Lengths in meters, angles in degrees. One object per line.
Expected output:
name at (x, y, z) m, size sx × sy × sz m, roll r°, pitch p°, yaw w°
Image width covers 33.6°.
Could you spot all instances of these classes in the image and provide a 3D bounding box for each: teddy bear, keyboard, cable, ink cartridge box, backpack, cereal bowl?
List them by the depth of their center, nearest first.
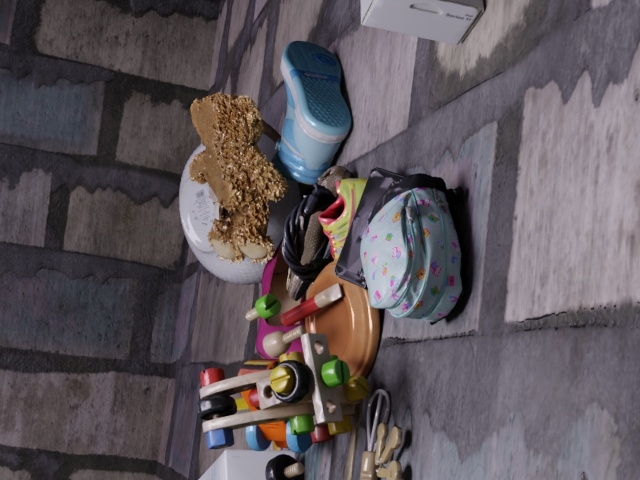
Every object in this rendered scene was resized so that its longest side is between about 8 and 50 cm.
backpack at (0.118, 0.020, 1.366) m, size 0.152 × 0.115 × 0.182 m, roll 120°, pitch 152°, yaw -47°
ink cartridge box at (0.136, -0.386, 1.466) m, size 0.087 × 0.153 × 0.208 m, roll 122°, pitch 154°, yaw -57°
keyboard at (0.088, -0.015, 1.599) m, size 0.108 × 0.023 × 0.180 m, roll 22°, pitch 94°, yaw 48°
cable at (0.000, 0.000, 1.767) m, size 0.150 × 0.047 × 0.184 m, roll -66°, pitch -31°, yaw -18°
teddy bear at (-0.156, -0.115, 2.036) m, size 0.245 × 0.113 × 0.338 m, roll -26°, pitch 78°, yaw 54°
cereal bowl at (-0.195, -0.064, 2.230) m, size 0.339 × 0.141 × 0.339 m, roll 17°, pitch 112°, yaw 47°

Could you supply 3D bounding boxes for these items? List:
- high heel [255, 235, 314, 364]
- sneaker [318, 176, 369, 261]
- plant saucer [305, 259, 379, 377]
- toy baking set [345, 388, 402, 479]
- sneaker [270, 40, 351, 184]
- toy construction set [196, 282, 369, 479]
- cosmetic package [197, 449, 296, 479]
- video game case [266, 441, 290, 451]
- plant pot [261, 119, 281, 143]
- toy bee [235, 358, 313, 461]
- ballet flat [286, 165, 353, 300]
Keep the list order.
high heel at (-0.055, 0.106, 1.910) m, size 0.377 × 0.127 × 0.181 m, roll -135°, pitch 48°, yaw -74°
sneaker at (0.036, -0.017, 1.724) m, size 0.081 × 0.094 × 0.208 m, roll -111°, pitch 32°, yaw -58°
plant saucer at (0.027, 0.130, 1.679) m, size 0.200 × 0.037 × 0.200 m, roll 0°, pitch 90°, yaw 61°
toy baking set at (0.077, 0.325, 1.509) m, size 0.256 × 0.030 × 0.197 m, roll -121°, pitch 45°, yaw -67°
sneaker at (-0.038, -0.237, 2.067) m, size 0.319 × 0.127 × 0.208 m, roll -97°, pitch 24°, yaw -48°
toy construction set at (-0.012, 0.187, 1.542) m, size 0.237 × 0.257 × 0.309 m, roll -32°, pitch 37°, yaw 40°
cosmetic package at (-0.135, 0.516, 1.908) m, size 0.225 × 0.138 × 0.224 m, roll 125°, pitch 145°, yaw -56°
video game case at (-0.081, 0.339, 2.073) m, size 0.204 × 0.025 × 0.285 m, roll -102°, pitch 25°, yaw -54°
plant pot at (-0.136, -0.168, 2.329) m, size 0.237 × 0.109 × 0.237 m, roll 16°, pitch 112°, yaw 47°
toy bee at (-0.062, 0.295, 1.782) m, size 0.162 × 0.195 × 0.298 m, roll -61°, pitch -17°, yaw -51°
ballet flat at (-0.012, -0.016, 1.859) m, size 0.084 × 0.058 × 0.250 m, roll 27°, pitch -96°, yaw -82°
